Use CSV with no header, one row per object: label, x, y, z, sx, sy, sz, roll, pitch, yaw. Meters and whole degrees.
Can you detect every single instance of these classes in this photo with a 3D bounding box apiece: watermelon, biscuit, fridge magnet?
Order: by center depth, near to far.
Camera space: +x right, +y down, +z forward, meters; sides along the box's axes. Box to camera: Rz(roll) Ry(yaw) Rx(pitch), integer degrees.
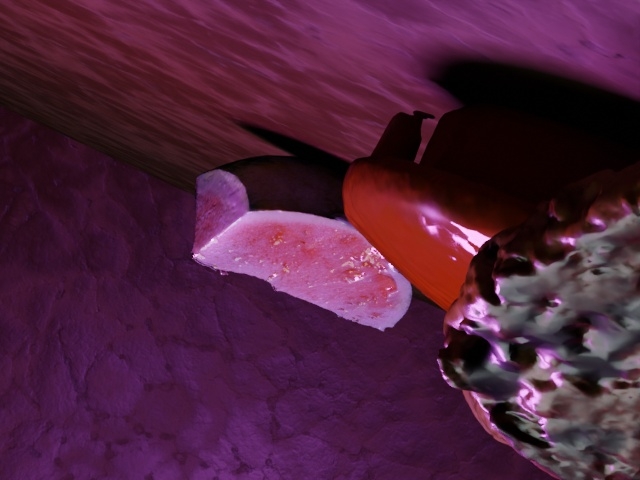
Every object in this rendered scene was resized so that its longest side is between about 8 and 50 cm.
biscuit,0.234,0.046,0.908,0.334,0.081,0.289,-25,129,38
fridge magnet,0.187,0.016,1.149,0.364,0.155,0.363,25,176,2
watermelon,0.000,0.000,1.964,0.305,0.180,0.224,25,-169,-30

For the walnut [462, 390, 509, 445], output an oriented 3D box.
walnut,0.283,0.164,2.093,0.228,0.228,0.228,25,176,2
